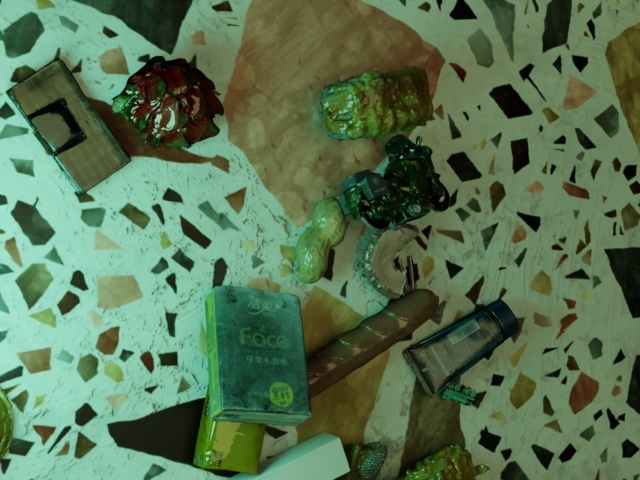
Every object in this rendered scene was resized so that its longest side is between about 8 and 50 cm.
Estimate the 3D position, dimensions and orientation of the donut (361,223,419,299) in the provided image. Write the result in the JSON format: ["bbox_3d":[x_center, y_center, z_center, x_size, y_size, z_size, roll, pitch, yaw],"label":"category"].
[{"bbox_3d":[0.135,0.037,1.931,0.117,0.065,0.166,16,86,-23],"label":"donut"}]

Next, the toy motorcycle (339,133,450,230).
[{"bbox_3d":[0.151,-0.121,1.886,0.274,0.125,0.187,-19,79,-39],"label":"toy motorcycle"}]

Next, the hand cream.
[{"bbox_3d":[0.318,0.230,2.021,0.270,0.061,0.120,-30,90,-21],"label":"hand cream"}]

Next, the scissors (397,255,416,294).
[{"bbox_3d":[0.194,0.091,1.990,0.039,0.012,0.113,-14,95,-25],"label":"scissors"}]

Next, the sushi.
[{"bbox_3d":[0.121,-0.281,1.878,0.274,0.184,0.139,-12,99,-30],"label":"sushi"}]

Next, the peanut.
[{"bbox_3d":[0.000,0.000,1.865,0.082,0.082,0.187,33,76,-21],"label":"peanut"}]

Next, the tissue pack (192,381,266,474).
[{"bbox_3d":[-0.170,0.362,1.771,0.120,0.082,0.169,14,83,-23],"label":"tissue pack"}]

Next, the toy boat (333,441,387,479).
[{"bbox_3d":[0.083,0.574,1.867,0.089,0.121,0.321,9,84,-31],"label":"toy boat"}]

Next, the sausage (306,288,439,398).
[{"bbox_3d":[0.075,0.222,1.891,0.433,0.088,0.088,-29,101,-23],"label":"sausage"}]

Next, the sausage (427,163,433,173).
[{"bbox_3d":[0.189,-0.098,1.985,0.025,0.028,0.198,38,72,5],"label":"sausage"}]

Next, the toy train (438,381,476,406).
[{"bbox_3d":[0.307,0.341,2.030,0.092,0.029,0.045,23,86,-24],"label":"toy train"}]

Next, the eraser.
[{"bbox_3d":[-0.092,0.480,1.807,0.298,0.078,0.076,-22,98,-24],"label":"eraser"}]

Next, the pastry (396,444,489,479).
[{"bbox_3d":[0.246,0.537,1.944,0.250,0.102,0.154,-19,99,-35],"label":"pastry"}]

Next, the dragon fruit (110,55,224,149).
[{"bbox_3d":[-0.278,-0.253,1.695,0.182,0.188,0.182,1,96,8],"label":"dragon fruit"}]

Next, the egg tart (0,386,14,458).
[{"bbox_3d":[-0.617,0.323,1.566,0.191,0.074,0.191,0,90,-27],"label":"egg tart"}]

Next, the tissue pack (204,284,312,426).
[{"bbox_3d":[-0.123,0.222,1.743,0.185,0.081,0.257,9,55,-26],"label":"tissue pack"}]

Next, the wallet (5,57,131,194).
[{"bbox_3d":[-0.459,-0.208,1.672,0.124,0.042,0.230,-40,107,-24],"label":"wallet"}]
